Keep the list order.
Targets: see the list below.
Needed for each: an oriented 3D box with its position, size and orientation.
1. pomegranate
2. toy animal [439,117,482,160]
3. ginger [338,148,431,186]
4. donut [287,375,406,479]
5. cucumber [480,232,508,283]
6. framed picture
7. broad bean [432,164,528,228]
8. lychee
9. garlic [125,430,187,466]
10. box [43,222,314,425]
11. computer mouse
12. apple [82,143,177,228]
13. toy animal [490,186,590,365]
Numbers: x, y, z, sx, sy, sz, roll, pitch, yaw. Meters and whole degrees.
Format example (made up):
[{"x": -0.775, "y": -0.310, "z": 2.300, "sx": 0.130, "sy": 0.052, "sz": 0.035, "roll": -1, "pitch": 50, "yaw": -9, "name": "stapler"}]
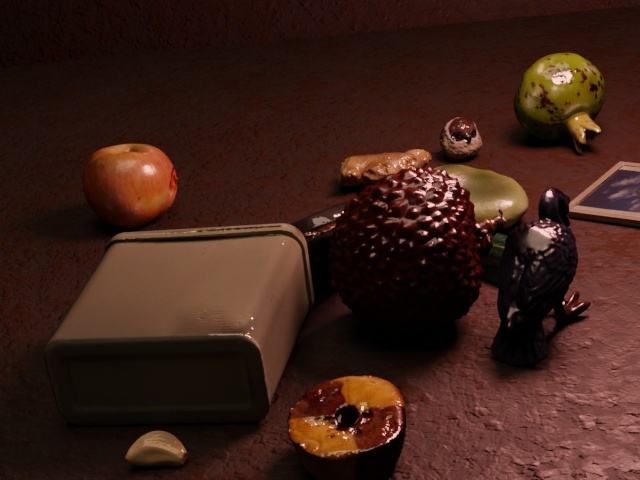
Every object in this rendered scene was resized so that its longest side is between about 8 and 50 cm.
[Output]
[{"x": 0.552, "y": -0.305, "z": 2.519, "sx": 0.211, "sy": 0.211, "sz": 0.263, "roll": -16, "pitch": 59, "yaw": -18, "name": "pomegranate"}, {"x": 0.311, "y": -0.239, "z": 2.536, "sx": 0.098, "sy": 0.098, "sz": 0.137, "roll": -13, "pitch": 23, "yaw": -12, "name": "toy animal"}, {"x": 0.144, "y": -0.156, "z": 2.432, "sx": 0.213, "sy": 0.074, "sz": 0.137, "roll": -3, "pitch": 23, "yaw": -4, "name": "ginger"}, {"x": 0.038, "y": 0.258, "z": 1.502, "sx": 0.166, "sy": 0.073, "sz": 0.184, "roll": -10, "pitch": 24, "yaw": -7, "name": "donut"}, {"x": 0.328, "y": 0.026, "z": 1.966, "sx": 0.116, "sy": 0.062, "sz": 0.115, "roll": -21, "pitch": 23, "yaw": -32, "name": "cucumber"}, {"x": 0.628, "y": -0.092, "z": 2.194, "sx": 0.208, "sy": 0.019, "sz": 0.281, "roll": 10, "pitch": 29, "yaw": 35, "name": "framed picture"}, {"x": 0.302, "y": -0.080, "z": 2.186, "sx": 0.169, "sy": 0.100, "sz": 0.228, "roll": -27, "pitch": 41, "yaw": -21, "name": "broad bean"}, {"x": 0.155, "y": 0.014, "z": 1.789, "sx": 0.300, "sy": 0.264, "sz": 0.264, "roll": -19, "pitch": 23, "yaw": 4, "name": "lychee"}, {"x": -0.225, "y": 0.292, "z": 1.552, "sx": 0.083, "sy": 0.041, "sz": 0.053, "roll": 3, "pitch": 29, "yaw": 7, "name": "garlic"}, {"x": -0.211, "y": 0.131, "z": 1.759, "sx": 0.351, "sy": 0.177, "sz": 0.344, "roll": -2, "pitch": 27, "yaw": 11, "name": "box"}, {"x": 0.002, "y": 0.005, "z": 2.015, "sx": 0.182, "sy": 0.116, "sz": 0.323, "roll": -17, "pitch": 1, "yaw": 2, "name": "computer mouse"}, {"x": -0.408, "y": -0.119, "z": 2.400, "sx": 0.209, "sy": 0.164, "sz": 0.209, "roll": -5, "pitch": 20, "yaw": 2, "name": "apple"}, {"x": 0.343, "y": 0.057, "z": 1.737, "sx": 0.122, "sy": 0.185, "sz": 0.298, "roll": 12, "pitch": 49, "yaw": 30, "name": "toy animal"}]
